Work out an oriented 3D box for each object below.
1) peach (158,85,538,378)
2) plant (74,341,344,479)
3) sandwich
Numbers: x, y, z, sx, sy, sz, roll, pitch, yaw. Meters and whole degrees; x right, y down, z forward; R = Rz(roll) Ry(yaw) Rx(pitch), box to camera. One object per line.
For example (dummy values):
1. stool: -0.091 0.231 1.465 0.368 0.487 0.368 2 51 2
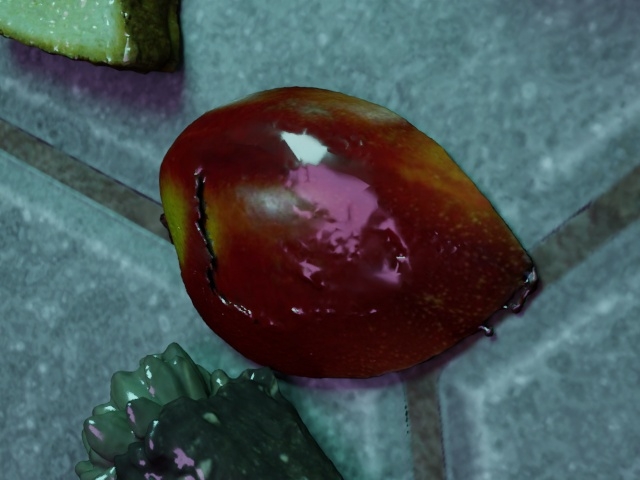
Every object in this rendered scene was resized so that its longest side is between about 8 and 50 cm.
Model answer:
1. peach: -0.003 0.000 0.781 0.279 0.068 0.189 10 100 29
2. plant: -0.073 0.154 0.789 0.194 0.132 0.129 39 116 20
3. sandwich: -0.162 -0.235 0.862 0.186 0.065 0.215 20 101 28
